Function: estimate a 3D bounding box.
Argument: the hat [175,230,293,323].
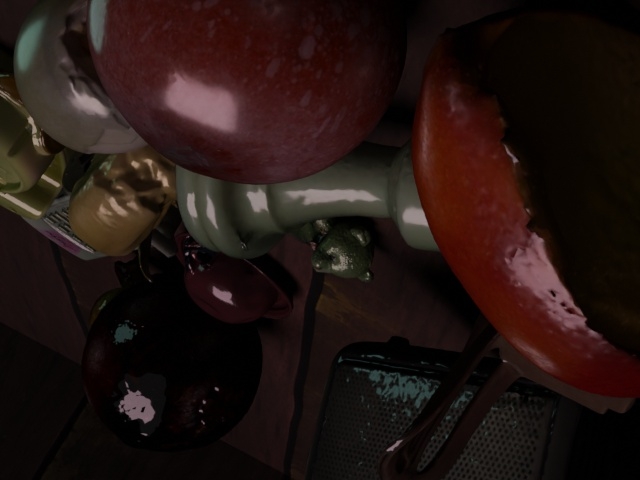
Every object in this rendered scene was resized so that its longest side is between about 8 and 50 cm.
[{"bbox_3d":[-0.135,0.065,2.057,0.205,0.089,0.205,26,160,10],"label":"hat"}]

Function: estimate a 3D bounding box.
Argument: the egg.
[{"bbox_3d":[-0.217,-0.176,1.436,0.183,0.183,0.217,34,171,-12],"label":"egg"}]

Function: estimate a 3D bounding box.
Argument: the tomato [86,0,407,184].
[{"bbox_3d":[-0.069,-0.164,1.188,0.270,0.227,0.270,23,159,9],"label":"tomato"}]

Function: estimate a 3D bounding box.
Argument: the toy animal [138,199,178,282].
[{"bbox_3d":[-0.185,-0.061,1.823,0.095,0.219,0.155,-1,-174,27],"label":"toy animal"}]

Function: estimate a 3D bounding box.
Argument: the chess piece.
[{"bbox_3d":[0.026,-0.064,1.401,0.299,0.195,0.194,8,153,27],"label":"chess piece"}]

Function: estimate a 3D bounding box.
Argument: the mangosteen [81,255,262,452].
[{"bbox_3d":[-0.242,0.186,2.221,0.293,0.297,0.297,18,158,21],"label":"mangosteen"}]

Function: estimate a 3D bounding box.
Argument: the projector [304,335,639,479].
[{"bbox_3d":[0.253,0.268,1.669,0.395,0.242,0.405,21,169,-38],"label":"projector"}]

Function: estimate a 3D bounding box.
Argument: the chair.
[{"bbox_3d":[0.210,0.121,1.354,0.183,0.326,0.176,23,161,19],"label":"chair"}]

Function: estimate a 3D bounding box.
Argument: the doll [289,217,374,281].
[{"bbox_3d":[0.000,0.000,1.742,0.150,0.077,0.115,31,154,32],"label":"doll"}]

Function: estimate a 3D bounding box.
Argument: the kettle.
[{"bbox_3d":[-0.252,-0.060,1.897,0.126,0.098,0.148,12,156,47],"label":"kettle"}]

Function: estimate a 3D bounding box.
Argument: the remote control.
[{"bbox_3d":[-0.349,-0.033,2.174,0.145,0.050,0.344,37,159,-20],"label":"remote control"}]

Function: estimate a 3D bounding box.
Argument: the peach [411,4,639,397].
[{"bbox_3d":[0.182,-0.031,1.107,0.361,0.258,0.201,35,155,-23],"label":"peach"}]

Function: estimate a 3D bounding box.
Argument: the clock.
[{"bbox_3d":[-0.466,-0.170,1.892,0.286,0.117,0.348,30,161,-3],"label":"clock"}]

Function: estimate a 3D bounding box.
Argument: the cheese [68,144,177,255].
[{"bbox_3d":[-0.198,-0.084,1.597,0.117,0.214,0.226,37,167,-8],"label":"cheese"}]
